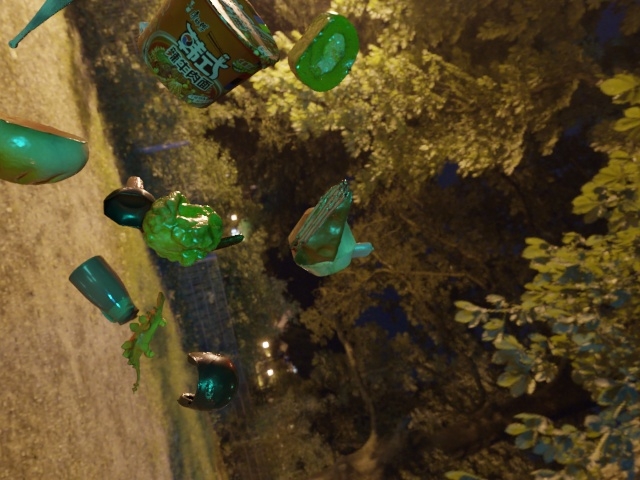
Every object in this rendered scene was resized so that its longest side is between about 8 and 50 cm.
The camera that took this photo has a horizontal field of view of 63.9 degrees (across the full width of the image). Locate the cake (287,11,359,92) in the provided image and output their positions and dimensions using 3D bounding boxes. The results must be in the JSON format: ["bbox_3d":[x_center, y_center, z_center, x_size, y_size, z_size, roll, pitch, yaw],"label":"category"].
[{"bbox_3d":[0.018,-0.654,1.794,0.179,0.260,0.156,35,14,-36],"label":"cake"}]

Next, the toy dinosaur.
[{"bbox_3d":[-0.495,0.276,1.415,0.117,0.071,0.288,55,50,-69],"label":"toy dinosaur"}]

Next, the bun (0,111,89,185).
[{"bbox_3d":[-0.768,-0.226,1.331,0.299,0.299,0.164,-138,-113,-73],"label":"bun"}]

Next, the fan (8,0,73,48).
[{"bbox_3d":[-0.763,-0.617,1.398,0.057,0.282,0.023,49,22,-34],"label":"fan"}]

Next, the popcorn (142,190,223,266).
[{"bbox_3d":[-0.329,-0.021,1.214,0.155,0.198,0.197,-57,-157,10],"label":"popcorn"}]

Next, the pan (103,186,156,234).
[{"bbox_3d":[-0.477,-0.065,1.297,0.202,0.128,0.048,117,-24,-47],"label":"pan"}]

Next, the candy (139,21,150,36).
[{"bbox_3d":[-0.530,-0.687,1.740,0.092,0.160,0.073,58,-39,32],"label":"candy"}]

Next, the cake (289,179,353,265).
[{"bbox_3d":[0.024,-0.046,1.536,0.287,0.135,0.098,-59,-158,5],"label":"cake"}]

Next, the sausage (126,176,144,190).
[{"bbox_3d":[-0.702,-0.197,1.942,0.154,0.062,0.062,-126,-155,-57],"label":"sausage"}]

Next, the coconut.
[{"bbox_3d":[0.000,0.000,1.764,0.197,0.237,0.236,-60,144,-63],"label":"coconut"}]

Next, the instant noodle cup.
[{"bbox_3d":[-0.234,-0.408,1.060,0.250,0.192,0.250,43,25,-26],"label":"instant noodle cup"}]

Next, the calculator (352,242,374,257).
[{"bbox_3d":[0.119,0.040,1.956,0.100,0.175,0.032,109,-25,-68],"label":"calculator"}]

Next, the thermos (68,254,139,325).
[{"bbox_3d":[-0.808,0.206,1.940,0.265,0.146,0.176,49,-52,1],"label":"thermos"}]

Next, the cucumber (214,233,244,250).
[{"bbox_3d":[-0.303,0.012,1.469,0.036,0.184,0.033,61,20,-45],"label":"cucumber"}]

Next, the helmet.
[{"bbox_3d":[-0.373,0.478,1.729,0.216,0.193,0.189,50,50,-87],"label":"helmet"}]
